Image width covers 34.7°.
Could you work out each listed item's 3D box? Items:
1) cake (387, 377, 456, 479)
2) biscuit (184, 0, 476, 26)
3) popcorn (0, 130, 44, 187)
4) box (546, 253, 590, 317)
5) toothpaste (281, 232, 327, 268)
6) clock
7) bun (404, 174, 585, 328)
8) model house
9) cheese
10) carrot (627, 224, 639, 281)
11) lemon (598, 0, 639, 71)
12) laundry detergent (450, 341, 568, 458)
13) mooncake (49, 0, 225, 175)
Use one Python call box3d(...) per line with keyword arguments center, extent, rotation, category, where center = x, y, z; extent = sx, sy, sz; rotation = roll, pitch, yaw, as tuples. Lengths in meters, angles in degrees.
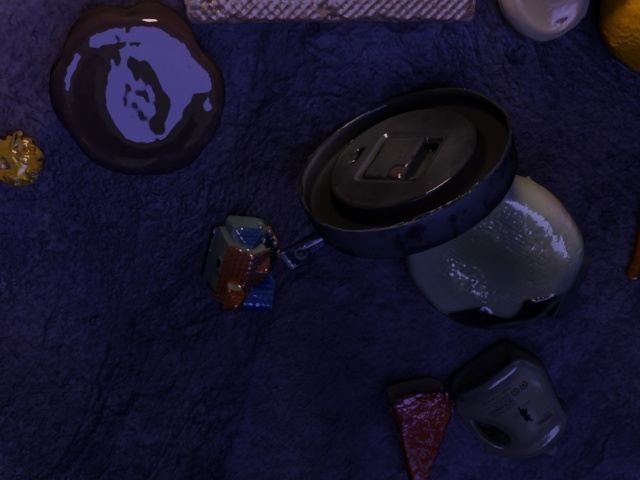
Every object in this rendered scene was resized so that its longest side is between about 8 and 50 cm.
box3d(center=(0.193, 0.343, 1.847), extent=(0.117, 0.086, 0.220), rotation=(-17, 117, -2), category="cake")
box3d(center=(0.018, -0.377, 1.460), extent=(0.426, 0.078, 0.144), rotation=(-1, 117, -11), category="biscuit")
box3d(center=(-0.437, -0.117, 1.496), extent=(0.084, 0.084, 0.084), rotation=(-5, 117, -10), category="popcorn")
box3d(center=(0.412, 0.064, 1.760), extent=(0.031, 0.091, 0.126), rotation=(11, 112, -25), category="box")
box3d(center=(0.000, 0.000, 1.674), extent=(0.140, 0.021, 0.037), rotation=(-31, 117, 6), category="toothpaste")
box3d(center=(0.126, -0.102, 1.483), extent=(0.325, 0.325, 0.067), rotation=(-26, 125, 1), category="clock")
box3d(center=(0.276, 0.001, 1.657), extent=(0.283, 0.179, 0.283), rotation=(6, 118, 11), category="bun")
box3d(center=(-0.114, 0.056, 1.602), extent=(0.119, 0.148, 0.148), rotation=(10, 115, -18), category="model house")
box3d(center=(0.311, -0.405, 1.523), extent=(0.137, 0.064, 0.227), rotation=(-36, 117, 4), category="cheese")
box3d(center=(0.571, -0.013, 1.788), extent=(0.047, 0.047, 0.191), rotation=(1, 120, -13), category="carrot")
box3d(center=(0.494, -0.338, 1.554), extent=(0.142, 0.142, 0.187), rotation=(-13, 131, -6), category="lemon")
box3d(center=(0.358, 0.311, 1.867), extent=(0.181, 0.091, 0.253), rotation=(-36, 118, 8), category="laundry detergent")
box3d(center=(-0.257, -0.215, 1.445), extent=(0.245, 0.133, 0.245), rotation=(-5, 117, -10), category="mooncake")
